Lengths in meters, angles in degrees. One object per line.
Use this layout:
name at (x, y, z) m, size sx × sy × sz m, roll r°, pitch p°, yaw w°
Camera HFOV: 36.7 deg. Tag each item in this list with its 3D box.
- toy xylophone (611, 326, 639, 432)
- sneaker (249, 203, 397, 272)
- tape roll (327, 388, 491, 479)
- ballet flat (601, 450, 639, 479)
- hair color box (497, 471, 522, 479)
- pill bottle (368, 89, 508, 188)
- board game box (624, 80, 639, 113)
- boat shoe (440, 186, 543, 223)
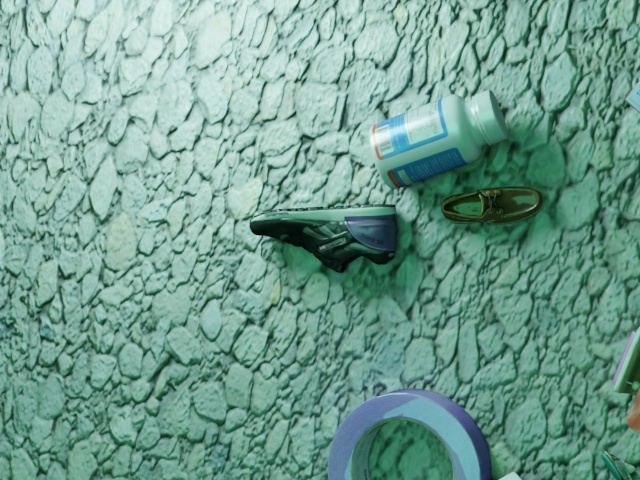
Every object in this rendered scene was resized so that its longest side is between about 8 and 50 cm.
toy xylophone at (0.633, 0.215, 1.509) m, size 0.323 × 0.081 × 0.236 m, roll 14°, pitch 92°, yaw 22°
sneaker at (0.000, 0.000, 1.768) m, size 0.283 × 0.107 × 0.124 m, roll -2°, pitch 93°, yaw 22°
tape roll at (0.155, 0.400, 1.689) m, size 0.275 × 0.090 × 0.274 m, roll -1°, pitch 86°, yaw 23°
ballet flat at (0.503, 0.391, 1.580) m, size 0.041 × 0.041 × 0.114 m, roll -32°, pitch 75°, yaw 18°
hair color box at (0.315, 0.521, 1.456) m, size 0.185 × 0.110 × 0.339 m, roll -25°, pitch 33°, yaw -13°
pill bottle at (0.206, -0.180, 1.679) m, size 0.222 × 0.124 × 0.124 m, roll -18°, pitch 81°, yaw 20°
board game box at (0.637, -0.189, 1.532) m, size 0.281 × 0.027 × 0.145 m, roll 47°, pitch 126°, yaw 17°
boat shoe at (0.294, -0.060, 1.671) m, size 0.178 × 0.060 × 0.064 m, roll -6°, pitch 85°, yaw 22°
